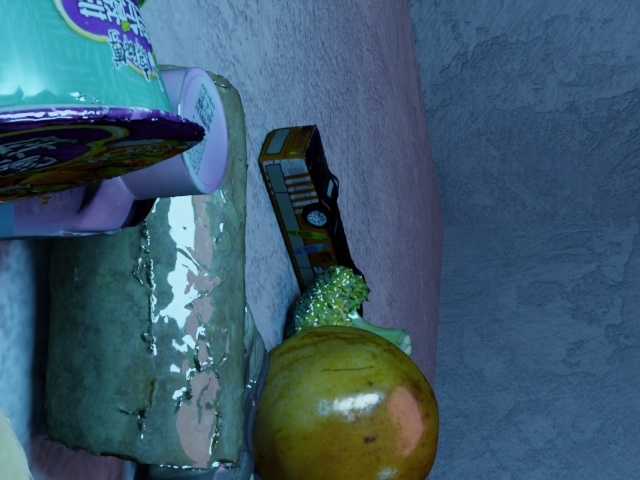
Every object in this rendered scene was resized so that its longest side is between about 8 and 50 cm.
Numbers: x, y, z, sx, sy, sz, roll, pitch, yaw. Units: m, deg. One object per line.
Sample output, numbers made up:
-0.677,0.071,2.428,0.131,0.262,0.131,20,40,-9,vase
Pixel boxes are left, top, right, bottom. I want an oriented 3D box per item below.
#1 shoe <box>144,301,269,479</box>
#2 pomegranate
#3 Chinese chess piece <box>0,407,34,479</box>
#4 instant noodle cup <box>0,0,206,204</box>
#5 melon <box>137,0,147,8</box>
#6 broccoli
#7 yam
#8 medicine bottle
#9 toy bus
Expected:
-0.126,0.153,0.824,0.293,0.109,0.149,-78,156,-53,shoe
0.015,0.232,1.084,0.264,0.264,0.264,-3,90,-76,pomegranate
-0.234,0.168,0.395,0.250,0.103,0.250,-4,90,-75,Chinese chess piece
-0.192,-0.115,0.372,0.251,0.251,0.190,-12,90,-75,instant noodle cup
-0.181,-0.321,0.659,0.196,0.124,0.323,-69,151,-42,melon
0.045,0.148,1.302,0.194,0.194,0.220,-33,125,-73,broccoli
-0.135,0.028,0.683,0.168,0.168,0.304,33,54,-72,yam
-0.161,-0.062,0.547,0.094,0.188,0.119,-23,109,-74,medicine bottle
0.000,0.000,1.350,0.093,0.092,0.409,-75,157,-44,toy bus
